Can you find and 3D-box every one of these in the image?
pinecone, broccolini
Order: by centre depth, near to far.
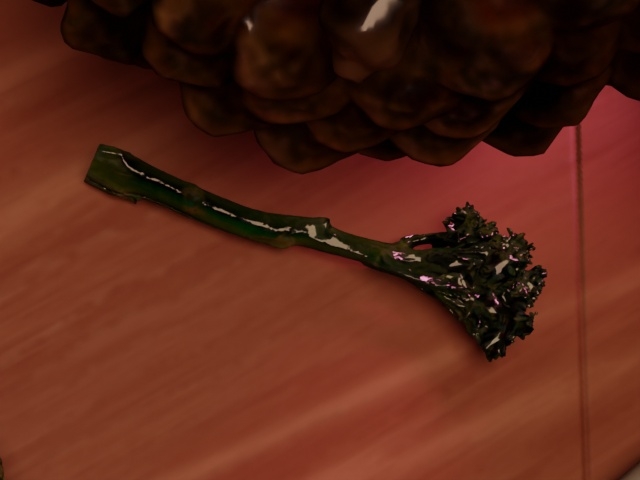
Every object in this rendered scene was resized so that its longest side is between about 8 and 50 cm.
[{"bbox_3d":[0.040,-0.237,0.678,0.397,0.398,0.398,2,80,-13],"label":"pinecone"},{"bbox_3d":[0.003,-0.006,0.790,0.254,0.057,0.071,18,34,-12],"label":"broccolini"}]

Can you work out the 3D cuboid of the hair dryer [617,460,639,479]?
[{"bbox_3d":[0.193,0.218,0.801,0.155,0.044,0.183,-37,93,-14],"label":"hair dryer"}]

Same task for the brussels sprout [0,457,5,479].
[{"bbox_3d":[-0.189,0.118,0.723,0.085,0.058,0.085,3,104,11],"label":"brussels sprout"}]
